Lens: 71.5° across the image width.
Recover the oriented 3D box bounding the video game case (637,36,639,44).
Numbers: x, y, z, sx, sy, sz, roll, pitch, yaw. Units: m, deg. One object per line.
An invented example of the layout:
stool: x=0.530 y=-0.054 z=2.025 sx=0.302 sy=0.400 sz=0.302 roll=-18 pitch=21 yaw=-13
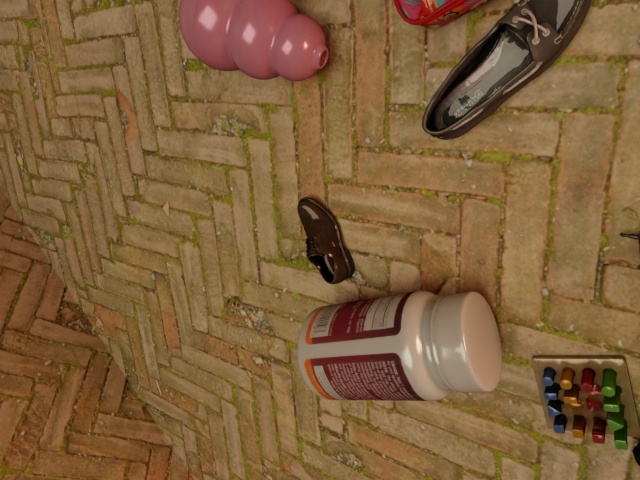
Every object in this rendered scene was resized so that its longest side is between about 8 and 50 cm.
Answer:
video game case: x=0.573 y=-0.285 z=0.578 sx=0.183 sy=0.023 sz=0.201 roll=-53 pitch=55 yaw=35

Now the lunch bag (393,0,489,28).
lunch bag: x=0.192 y=-0.524 z=0.742 sx=0.258 sy=0.120 sz=0.293 roll=-15 pitch=96 yaw=42

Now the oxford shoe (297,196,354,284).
oxford shoe: x=0.000 y=0.000 z=1.073 sx=0.082 sy=0.096 sz=0.227 roll=-31 pitch=86 yaw=40

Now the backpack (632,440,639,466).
backpack: x=0.655 y=0.390 z=0.742 sx=0.182 sy=0.115 sz=0.152 roll=35 pitch=120 yaw=17

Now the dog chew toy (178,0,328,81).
dog chew toy: x=-0.135 y=-0.443 z=0.952 sx=0.331 sy=0.206 sz=0.207 roll=27 pitch=120 yaw=15

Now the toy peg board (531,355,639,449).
toy peg board: x=0.498 y=0.310 z=0.845 sx=0.160 sy=0.079 sz=0.161 roll=-11 pitch=100 yaw=37

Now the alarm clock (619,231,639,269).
alarm clock: x=0.590 y=-0.002 z=0.683 sx=0.192 sy=0.064 sz=0.129 roll=-33 pitch=87 yaw=35

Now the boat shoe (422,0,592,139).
boat shoe: x=0.304 y=-0.297 z=0.751 sx=0.112 sy=0.095 sz=0.335 roll=50 pitch=127 yaw=10

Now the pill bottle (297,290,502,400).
pill bottle: x=0.161 y=0.229 z=0.961 sx=0.392 sy=0.224 sz=0.224 roll=-15 pitch=97 yaw=38
